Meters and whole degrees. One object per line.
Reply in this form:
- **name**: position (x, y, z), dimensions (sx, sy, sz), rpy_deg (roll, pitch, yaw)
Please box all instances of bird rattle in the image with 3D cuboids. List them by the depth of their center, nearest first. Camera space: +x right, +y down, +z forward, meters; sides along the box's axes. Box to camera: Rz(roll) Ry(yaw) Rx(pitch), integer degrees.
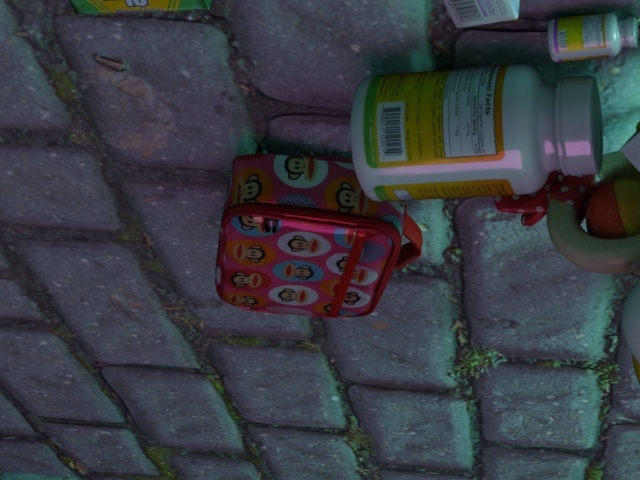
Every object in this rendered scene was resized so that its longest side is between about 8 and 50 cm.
- **bird rattle**: position (0.313, -0.051, 1.399), dimensions (0.253, 0.207, 0.143), rpy_deg (-7, 132, 9)

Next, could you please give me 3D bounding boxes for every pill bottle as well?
- **pill bottle**: position (0.267, -0.200, 1.279), dimensions (0.083, 0.043, 0.043), rpy_deg (-3, 150, 21)
- **pill bottle**: position (0.166, -0.113, 1.370), dimensions (0.245, 0.136, 0.136), rpy_deg (-2, 150, 19)

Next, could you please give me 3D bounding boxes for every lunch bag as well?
- **lunch bag**: position (0.000, 0.000, 1.664), dimensions (0.258, 0.120, 0.293), rpy_deg (6, 154, -4)

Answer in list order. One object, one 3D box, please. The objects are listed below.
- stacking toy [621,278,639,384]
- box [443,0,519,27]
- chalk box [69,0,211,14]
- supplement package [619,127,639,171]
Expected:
- **stacking toy**: position (0.442, 0.120, 1.402), dimensions (0.350, 0.351, 0.480), rpy_deg (-13, 161, 35)
- **box**: position (0.099, -0.304, 1.110), dimensions (0.067, 0.063, 0.324), rpy_deg (-6, 149, 23)
- **chalk box**: position (-0.170, -0.308, 1.104), dimensions (0.132, 0.132, 0.213), rpy_deg (1, 151, 14)
- **supplement package**: position (0.434, -0.058, 1.251), dimensions (0.244, 0.139, 0.134), rpy_deg (48, 131, 3)
